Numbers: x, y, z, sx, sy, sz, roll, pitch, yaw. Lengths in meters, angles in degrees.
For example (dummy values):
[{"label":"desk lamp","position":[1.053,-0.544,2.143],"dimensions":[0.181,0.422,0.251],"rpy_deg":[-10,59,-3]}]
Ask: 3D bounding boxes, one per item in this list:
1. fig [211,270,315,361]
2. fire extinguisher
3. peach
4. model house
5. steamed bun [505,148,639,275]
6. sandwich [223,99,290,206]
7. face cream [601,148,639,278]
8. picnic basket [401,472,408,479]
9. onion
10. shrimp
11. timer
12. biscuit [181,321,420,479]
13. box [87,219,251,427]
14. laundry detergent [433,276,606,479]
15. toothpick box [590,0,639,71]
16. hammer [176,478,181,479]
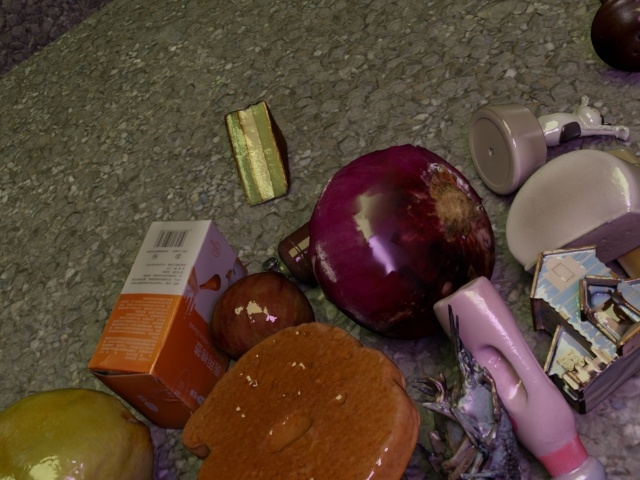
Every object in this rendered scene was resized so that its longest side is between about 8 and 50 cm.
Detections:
[{"label":"fig","position":[-0.105,0.142,1.356],"dimensions":[0.205,0.205,0.205],"rpy_deg":[-13,49,16]},{"label":"fire extinguisher","position":[0.000,0.000,1.493],"dimensions":[0.337,0.106,0.147],"rpy_deg":[-35,13,-5]},{"label":"peach","position":[-0.443,0.406,1.243],"dimensions":[0.314,0.281,0.315],"rpy_deg":[21,59,45]},{"label":"model house","position":[0.418,0.106,1.144],"dimensions":[0.271,0.178,0.206],"rpy_deg":[-38,53,-3]},{"label":"steamed bun","position":[0.432,-0.051,1.226],"dimensions":[0.242,0.146,0.164],"rpy_deg":[-37,52,40]},{"label":"sandwich","position":[-0.149,-0.200,1.692],"dimensions":[0.117,0.144,0.187],"rpy_deg":[-19,47,15]},{"label":"face cream","position":[0.542,-0.054,1.285],"dimensions":[0.139,0.067,0.285],"rpy_deg":[-29,46,9]},{"label":"picnic basket","position":[0.015,0.420,1.091],"dimensions":[0.266,0.165,0.139],"rpy_deg":[-45,49,-12]},{"label":"onion","position":[0.109,0.026,1.301],"dimensions":[0.385,0.348,0.347],"rpy_deg":[-35,34,47]},{"label":"shrimp","position":[0.202,0.279,1.004],"dimensions":[0.137,0.372,0.172],"rpy_deg":[-21,10,4]},{"label":"timer","position":[0.446,-0.208,1.430],"dimensions":[0.266,0.175,0.175],"rpy_deg":[-18,45,-13]},{"label":"biscuit","position":[-0.035,0.279,1.069],"dimensions":[0.350,0.078,0.455],"rpy_deg":[-42,27,2]},{"label":"box","position":[-0.272,0.157,1.404],"dimensions":[0.143,0.225,0.341],"rpy_deg":[-1,53,24]},{"label":"laundry detergent","position":[0.290,0.214,1.063],"dimensions":[0.088,0.159,0.335],"rpy_deg":[-31,82,-10]},{"label":"toothpick box","position":[0.650,-0.482,1.506],"dimensions":[0.192,0.192,0.294],"rpy_deg":[-7,46,21]},{"label":"hammer","position":[-0.211,0.397,1.155],"dimensions":[0.029,0.292,0.058],"rpy_deg":[31,68,8]}]
